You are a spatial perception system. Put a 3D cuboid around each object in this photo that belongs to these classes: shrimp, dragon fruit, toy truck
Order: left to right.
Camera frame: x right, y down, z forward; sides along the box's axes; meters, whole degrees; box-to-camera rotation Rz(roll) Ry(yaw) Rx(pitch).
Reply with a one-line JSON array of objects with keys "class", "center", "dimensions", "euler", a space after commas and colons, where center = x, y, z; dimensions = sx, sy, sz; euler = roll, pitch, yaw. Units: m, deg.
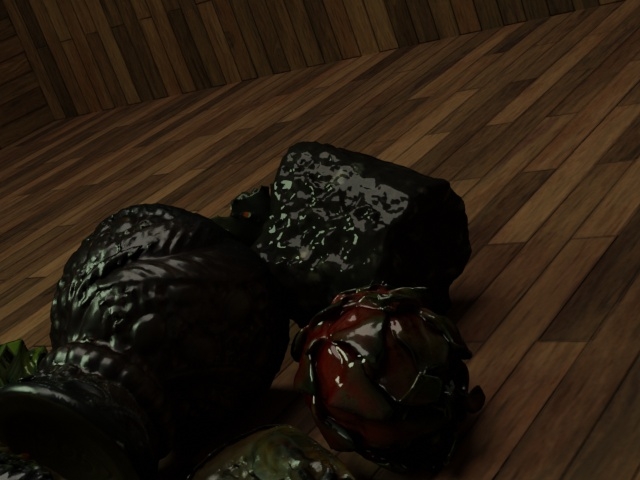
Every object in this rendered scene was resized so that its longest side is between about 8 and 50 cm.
[{"class": "toy truck", "center": [-0.430, 0.197, 1.422], "dimensions": [0.128, 0.135, 0.259], "euler": [-16, 16, 11]}, {"class": "shrimp", "center": [-0.064, 0.242, 1.047], "dimensions": [0.173, 0.058, 0.253], "euler": [-33, 18, -11]}, {"class": "dragon fruit", "center": [0.061, 0.126, 1.062], "dimensions": [0.182, 0.182, 0.188], "euler": [-25, 1, -12]}]

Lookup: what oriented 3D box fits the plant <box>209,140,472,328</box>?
[{"class": "plant", "center": [0.000, 0.000, 1.318], "dimensions": [0.312, 0.215, 0.213], "euler": [15, 77, 36]}]

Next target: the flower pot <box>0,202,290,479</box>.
[{"class": "flower pot", "center": [-0.200, 0.137, 1.185], "dimensions": [0.267, 0.266, 0.267], "euler": [-6, 33, 36]}]

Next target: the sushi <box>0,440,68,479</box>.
[{"class": "sushi", "center": [-0.291, 0.274, 0.964], "dimensions": [0.171, 0.210, 0.350], "euler": [-26, 25, -30]}]
